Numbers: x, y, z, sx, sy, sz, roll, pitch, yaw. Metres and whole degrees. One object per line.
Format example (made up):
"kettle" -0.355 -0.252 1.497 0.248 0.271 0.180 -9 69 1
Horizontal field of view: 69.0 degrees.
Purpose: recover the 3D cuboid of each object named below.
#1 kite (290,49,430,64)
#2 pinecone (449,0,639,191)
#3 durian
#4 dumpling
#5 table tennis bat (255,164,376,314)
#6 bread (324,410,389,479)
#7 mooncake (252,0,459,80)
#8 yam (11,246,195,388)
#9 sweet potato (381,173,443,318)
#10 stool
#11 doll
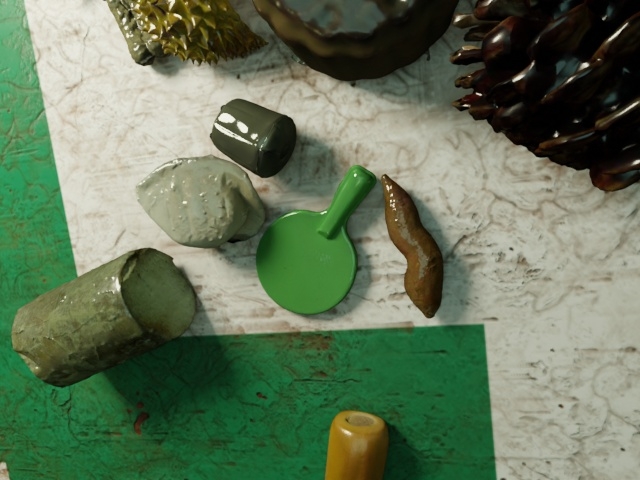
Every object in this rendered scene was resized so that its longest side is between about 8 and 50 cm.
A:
"kite" 0.035 -0.369 0.645 0.322 0.013 0.268 31 104 5
"pinecone" 0.279 -0.197 0.464 0.295 0.298 0.242 32 128 6
"durian" -0.181 -0.337 0.652 0.165 0.132 0.183 1 122 32
"dumpling" -0.173 -0.063 0.702 0.176 0.092 0.150 33 111 7
"table tennis bat" 0.000 0.000 0.703 0.160 0.039 0.257 36 110 7
"bread" 0.051 0.391 0.732 0.092 0.074 0.240 7 101 8
"mooncake" 0.047 -0.352 0.557 0.290 0.161 0.291 2 101 9
"yam" -0.352 0.127 0.749 0.267 0.161 0.161 -24 93 14
"sweet potato" 0.134 0.007 0.660 0.065 0.051 0.219 -16 95 18
"stool" -0.095 -0.149 0.672 0.110 0.096 0.096 28 104 13
"doll" -0.332 -0.408 0.697 0.202 0.091 0.286 2 106 18
